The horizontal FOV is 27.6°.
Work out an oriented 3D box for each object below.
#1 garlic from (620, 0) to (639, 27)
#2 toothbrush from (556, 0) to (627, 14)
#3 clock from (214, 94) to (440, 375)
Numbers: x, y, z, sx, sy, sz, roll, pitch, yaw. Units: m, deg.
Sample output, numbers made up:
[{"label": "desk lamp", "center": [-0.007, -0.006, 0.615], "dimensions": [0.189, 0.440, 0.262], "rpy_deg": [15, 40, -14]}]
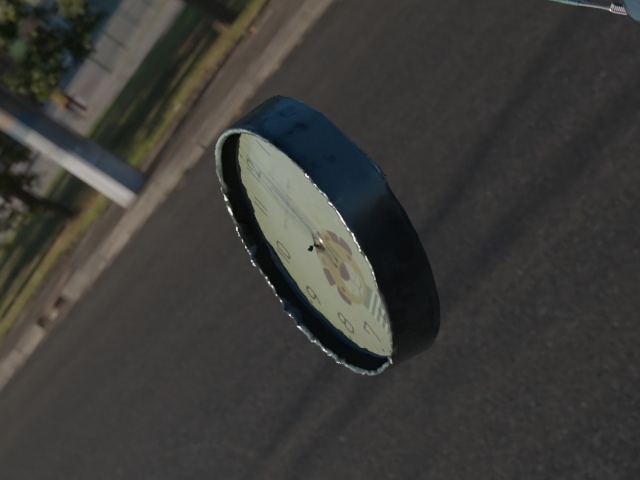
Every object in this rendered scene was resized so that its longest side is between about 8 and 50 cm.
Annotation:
[{"label": "garlic", "center": [0.421, -0.286, 1.379], "dimensions": [0.160, 0.214, 0.191], "rpy_deg": [-48, 56, 42]}, {"label": "toothbrush", "center": [0.307, -0.304, 1.636], "dimensions": [0.014, 0.167, 0.011], "rpy_deg": [93, -171, -66]}, {"label": "clock", "center": [0.002, 0.000, 1.344], "dimensions": [0.061, 0.312, 0.312], "rpy_deg": [-33, 6, -21]}]
